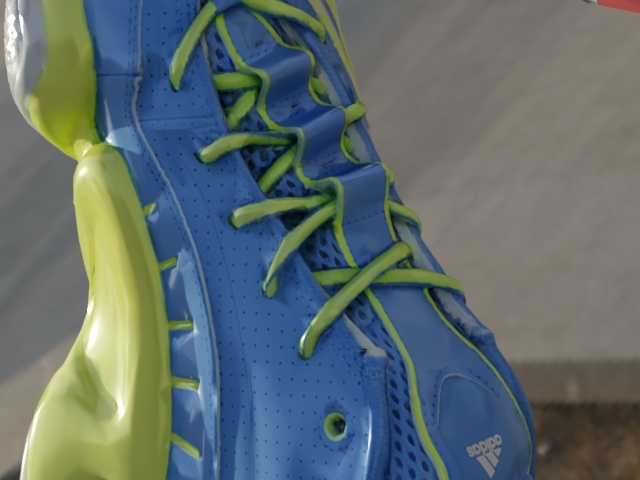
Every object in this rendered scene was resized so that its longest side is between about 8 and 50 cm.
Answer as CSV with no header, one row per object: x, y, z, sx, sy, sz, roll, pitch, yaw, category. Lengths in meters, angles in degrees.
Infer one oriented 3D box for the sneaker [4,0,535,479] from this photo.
0.000,0.000,0.440,0.126,0.240,0.091,13,17,38,sneaker

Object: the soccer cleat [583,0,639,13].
0.113,-0.218,0.672,0.109,0.318,0.116,-33,53,-33,soccer cleat
